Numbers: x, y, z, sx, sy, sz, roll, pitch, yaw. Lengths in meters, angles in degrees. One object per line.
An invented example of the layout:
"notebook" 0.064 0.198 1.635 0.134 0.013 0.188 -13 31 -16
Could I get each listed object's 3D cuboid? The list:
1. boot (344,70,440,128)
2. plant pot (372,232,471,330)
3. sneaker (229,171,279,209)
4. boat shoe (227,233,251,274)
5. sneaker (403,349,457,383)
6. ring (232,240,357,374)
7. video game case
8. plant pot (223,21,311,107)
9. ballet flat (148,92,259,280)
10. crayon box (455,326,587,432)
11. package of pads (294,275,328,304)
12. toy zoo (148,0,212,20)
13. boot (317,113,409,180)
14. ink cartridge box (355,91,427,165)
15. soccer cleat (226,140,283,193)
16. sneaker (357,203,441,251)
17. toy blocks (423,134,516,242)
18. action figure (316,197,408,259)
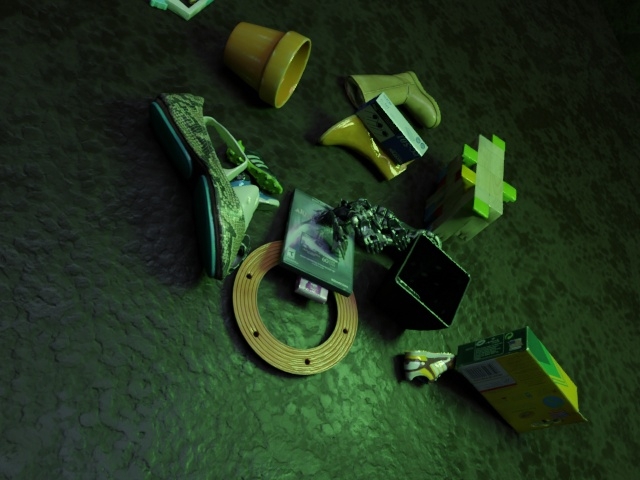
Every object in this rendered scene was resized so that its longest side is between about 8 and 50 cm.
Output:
"boot" 0.235 -0.445 1.826 0.269 0.089 0.236 -18 69 -36
"plant pot" 0.251 0.129 1.478 0.188 0.167 0.187 40 52 -7
"sneaker" -0.175 -0.129 1.415 0.152 0.058 0.085 7 71 -22
"boat shoe" -0.196 0.027 1.333 0.046 0.038 0.125 40 52 -8
"sneaker" 0.292 0.333 1.469 0.185 0.069 0.084 11 77 -26
"ring" -0.058 0.158 1.358 0.336 0.032 0.337 14 60 -25
"video game case" 0.000 0.000 1.438 0.196 0.026 0.274 26 42 -18
"plant pot" -0.155 -0.500 1.548 0.187 0.205 0.205 29 52 3
"ballet flat" -0.244 -0.149 1.308 0.181 0.164 0.483 -15 70 -27
"crayon box" 0.524 0.372 1.467 0.318 0.202 0.081 48 39 -22
"package of pads" -0.020 0.116 1.361 0.083 0.032 0.050 26 50 -19
"toy zoo" -0.399 -0.747 1.616 0.192 0.030 0.293 39 51 -9
"boot" 0.148 -0.269 1.667 0.295 0.104 0.211 -28 89 -33
"ink cartridge box" 0.203 -0.315 1.605 0.207 0.097 0.046 47 59 -18
"soccer cleat" -0.161 -0.192 1.458 0.179 0.060 0.072 39 50 -5
"sneaker" 0.202 -0.014 1.570 0.267 0.106 0.101 27 80 -8
"toy blocks" 0.414 -0.126 1.670 0.190 0.261 0.382 31 46 -12
"action figure" 0.095 -0.026 1.414 0.163 0.275 0.141 -16 110 -18
